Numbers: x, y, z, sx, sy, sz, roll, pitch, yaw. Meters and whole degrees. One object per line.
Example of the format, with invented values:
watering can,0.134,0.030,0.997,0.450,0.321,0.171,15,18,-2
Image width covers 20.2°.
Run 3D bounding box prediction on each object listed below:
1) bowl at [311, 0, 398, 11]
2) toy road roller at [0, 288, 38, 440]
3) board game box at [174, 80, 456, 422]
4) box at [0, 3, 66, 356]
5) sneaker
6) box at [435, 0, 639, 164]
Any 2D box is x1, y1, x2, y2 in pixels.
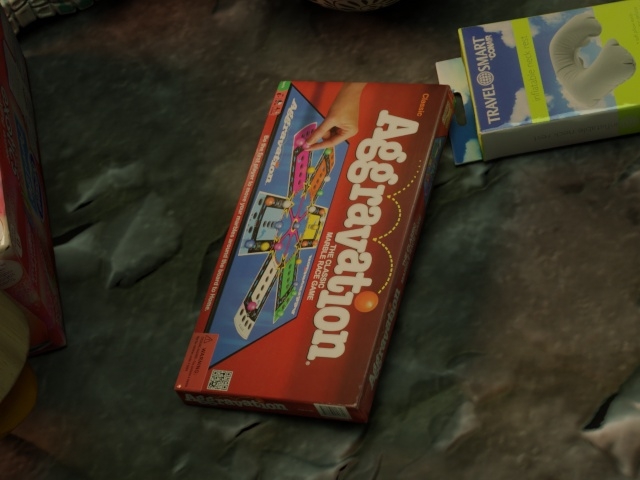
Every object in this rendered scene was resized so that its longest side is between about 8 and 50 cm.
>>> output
bowl,0.033,-0.242,1.463,0.170,0.080,0.170,-5,57,8
toy road roller,-0.324,0.151,1.120,0.329,0.202,0.240,-41,41,-2
board game box,0.000,0.000,1.333,0.145,0.027,0.281,4,58,22
box,-0.295,-0.060,1.366,0.142,0.154,0.300,-15,57,1
sneaker,-0.250,-0.221,1.517,0.166,0.065,0.076,-27,53,-9
box,0.182,-0.124,1.383,0.178,0.042,0.109,-10,56,3
